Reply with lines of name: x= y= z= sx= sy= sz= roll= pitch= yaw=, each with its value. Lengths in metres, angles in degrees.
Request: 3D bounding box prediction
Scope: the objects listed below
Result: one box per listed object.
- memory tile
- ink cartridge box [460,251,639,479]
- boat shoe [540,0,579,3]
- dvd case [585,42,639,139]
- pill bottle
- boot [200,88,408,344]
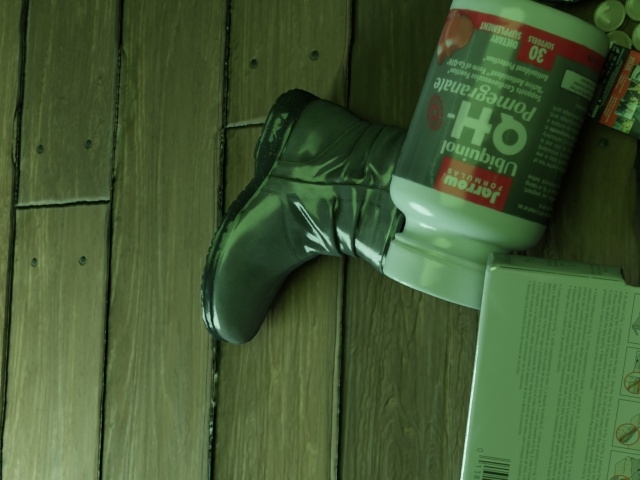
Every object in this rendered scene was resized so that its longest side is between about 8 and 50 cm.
memory tile: x=0.358 y=-0.202 z=1.337 sx=0.113 sy=0.012 sz=0.148 roll=-18 pitch=75 yaw=30
ink cartridge box: x=0.282 y=0.174 z=1.264 sx=0.261 sy=0.066 sz=0.296 roll=7 pitch=105 yaw=8
boat shoe: x=0.199 y=-0.343 z=1.386 sx=0.340 sy=0.127 sz=0.158 roll=-2 pitch=75 yaw=32
dvd case: x=0.346 y=-0.150 z=1.322 sx=0.119 sy=0.013 sz=0.087 roll=27 pitch=99 yaw=33
pill bottle: x=0.178 y=-0.094 z=1.341 sx=0.176 sy=0.176 sz=0.319 roll=21 pitch=96 yaw=33
boot: x=0.000 y=0.000 z=1.485 sx=0.222 sy=0.118 sz=0.338 roll=24 pitch=101 yaw=27
